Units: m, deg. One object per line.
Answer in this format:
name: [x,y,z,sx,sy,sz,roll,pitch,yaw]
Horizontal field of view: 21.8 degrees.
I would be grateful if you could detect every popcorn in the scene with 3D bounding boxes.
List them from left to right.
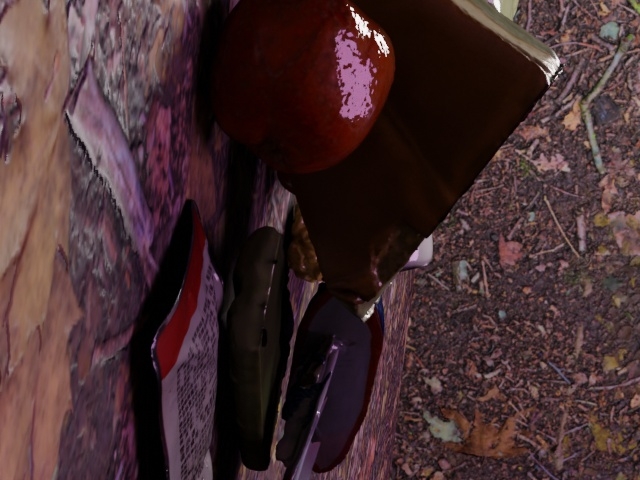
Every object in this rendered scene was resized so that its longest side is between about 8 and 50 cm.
popcorn: [0.000,0.000,1.490,0.082,0.057,0.083,-74,171,-46]

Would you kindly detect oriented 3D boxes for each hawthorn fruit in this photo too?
hawthorn fruit: [-0.014,-0.104,1.046,0.128,0.128,0.128,7,90,-83]

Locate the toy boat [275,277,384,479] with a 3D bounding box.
toy boat: [-0.007,0.172,1.305,0.219,0.072,0.318,91,12,-69]

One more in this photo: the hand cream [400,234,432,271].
hand cream: [0.047,-0.142,1.600,0.185,0.118,0.358,-22,112,-80]

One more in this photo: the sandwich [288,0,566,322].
sandwich: [0.027,-0.094,1.190,0.227,0.198,0.155,-52,177,16]

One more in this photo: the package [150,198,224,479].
package: [-0.079,0.106,1.045,0.154,0.030,0.239,-85,177,-53]

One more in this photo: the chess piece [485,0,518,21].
chess piece: [0.162,-0.351,1.887,0.442,0.234,0.234,-69,165,-45]

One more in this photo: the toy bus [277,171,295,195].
toy bus: [0.040,-0.127,1.396,0.265,0.120,0.121,-75,-177,-54]

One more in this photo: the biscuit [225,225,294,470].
biscuit: [-0.046,0.088,1.217,0.322,0.038,0.099,94,7,-68]
